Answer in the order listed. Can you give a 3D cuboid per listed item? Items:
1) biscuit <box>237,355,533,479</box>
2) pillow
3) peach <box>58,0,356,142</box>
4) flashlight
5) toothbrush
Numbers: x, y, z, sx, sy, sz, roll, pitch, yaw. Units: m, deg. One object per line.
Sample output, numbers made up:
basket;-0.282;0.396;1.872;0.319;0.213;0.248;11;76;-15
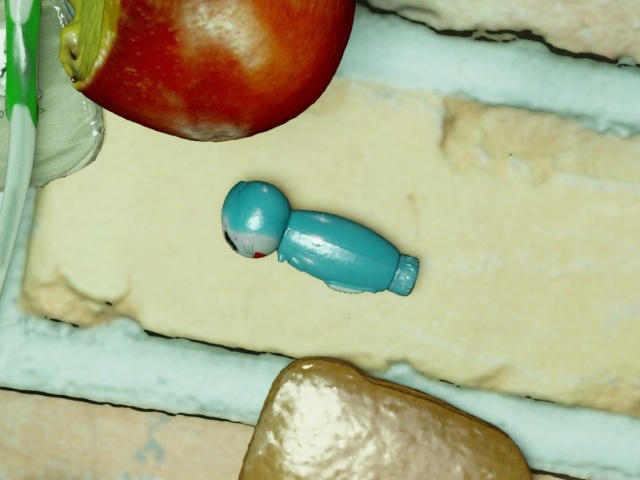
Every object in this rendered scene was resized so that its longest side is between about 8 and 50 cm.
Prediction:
biscuit;0.034;0.184;1.094;0.192;0.036;0.186;23;96;-3
pillow;-0.250;-0.069;1.059;0.232;0.038;0.131;-20;105;-1
peach;-0.055;-0.133;0.950;0.153;0.267;0.159;8;97;-17
flashlight;0.000;0.000;1.069;0.129;0.051;0.051;18;95;-7
toothbrush;-0.171;-0.119;1.015;0.040;0.042;0.418;13;107;-10
